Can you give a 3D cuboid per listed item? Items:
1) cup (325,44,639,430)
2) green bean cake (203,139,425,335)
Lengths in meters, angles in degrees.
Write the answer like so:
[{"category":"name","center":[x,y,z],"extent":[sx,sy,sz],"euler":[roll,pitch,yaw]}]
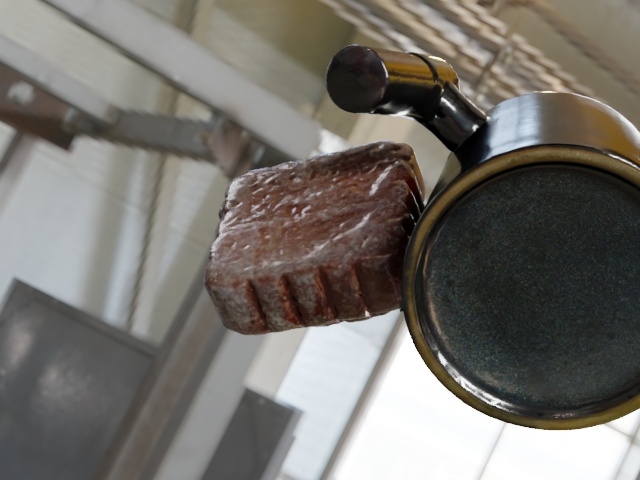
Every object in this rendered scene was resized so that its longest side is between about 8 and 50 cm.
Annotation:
[{"category":"cup","center":[0.123,-0.033,0.863],"extent":[0.177,0.166,0.239],"euler":[-66,134,-68]},{"category":"green bean cake","center":[0.000,0.000,0.946],"extent":[0.135,0.135,0.056],"euler":[-9,-54,14]}]
